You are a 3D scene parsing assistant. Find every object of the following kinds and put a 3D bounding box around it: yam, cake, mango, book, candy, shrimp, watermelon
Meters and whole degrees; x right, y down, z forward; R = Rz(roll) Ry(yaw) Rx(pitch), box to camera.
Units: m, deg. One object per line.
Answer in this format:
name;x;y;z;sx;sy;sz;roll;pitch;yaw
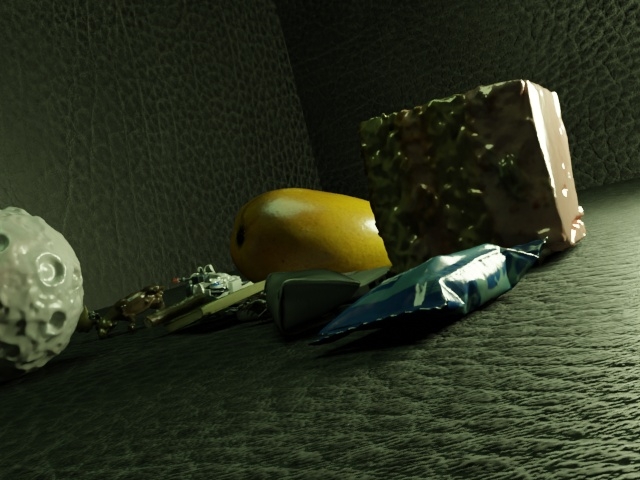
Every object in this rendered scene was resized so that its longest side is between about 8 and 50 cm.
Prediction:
yam;-0.294;0.141;1.786;0.145;0.032;0.032;-24;8;-42
cake;0.267;-0.103;1.507;0.306;0.314;0.293;-15;-1;29
mango;0.000;0.000;1.840;0.378;0.221;0.264;-1;0;-6
book;-0.201;0.127;1.712;0.160;0.024;0.228;-24;-2;-29
candy;0.145;0.060;1.094;0.187;0.077;0.331;-22;-4;37
shrimp;-0.087;0.112;1.526;0.165;0.065;0.056;-19;-31;12
watermelon;-0.235;0.150;1.860;0.085;0.085;0.061;-12;43;56

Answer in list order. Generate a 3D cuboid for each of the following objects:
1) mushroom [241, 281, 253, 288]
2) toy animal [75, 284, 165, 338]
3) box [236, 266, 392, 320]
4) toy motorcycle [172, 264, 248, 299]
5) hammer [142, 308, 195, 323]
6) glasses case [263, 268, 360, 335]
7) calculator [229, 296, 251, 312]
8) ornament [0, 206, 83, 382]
mushroom;-0.232;0.133;2.409;0.068;0.043;0.306;-35;-10;37
toy animal;-0.468;0.173;2.083;0.214;0.094;0.186;-28;17;-24
box;-0.011;0.097;1.608;0.285;0.044;0.142;-13;4;32
toy motorcycle;-0.280;0.119;2.243;0.150;0.102;0.221;-1;5;14
hammer;-0.321;0.171;2.093;0.201;0.021;0.078;-13;2;24
glasses case;-0.018;0.088;1.338;0.128;0.083;0.308;-8;1;-5
calculator;-0.134;0.131;1.837;0.103;0.024;0.166;-16;4;-29
ornament;-0.608;0.097;1.665;0.337;0.337;0.337;-14;2;0
